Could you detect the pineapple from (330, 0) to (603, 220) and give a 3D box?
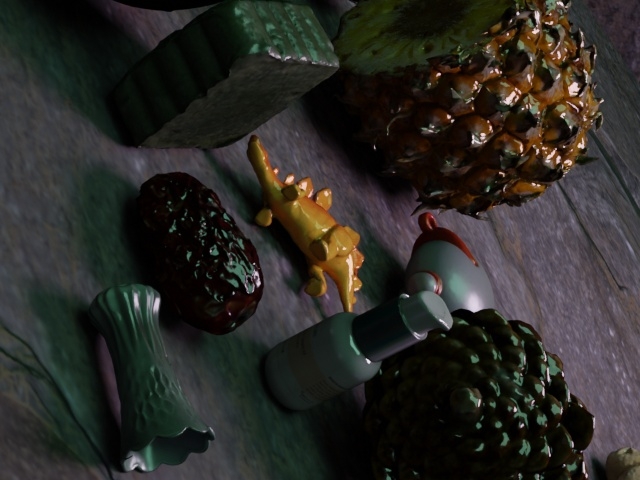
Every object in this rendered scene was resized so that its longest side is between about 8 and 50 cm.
[{"bbox_3d":[0.196,-0.198,1.690,0.300,0.352,0.352,54,26,-28],"label":"pineapple"}]

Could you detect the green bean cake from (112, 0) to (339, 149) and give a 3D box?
[{"bbox_3d":[-0.097,-0.167,1.302,0.094,0.183,0.185,62,27,6],"label":"green bean cake"}]

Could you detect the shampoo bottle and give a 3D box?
[{"bbox_3d":[0.034,0.101,1.257,0.074,0.192,0.074,40,34,-34],"label":"shampoo bottle"}]

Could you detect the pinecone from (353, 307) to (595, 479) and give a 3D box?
[{"bbox_3d":[0.163,0.195,1.346,0.264,0.264,0.264,41,33,-34],"label":"pinecone"}]

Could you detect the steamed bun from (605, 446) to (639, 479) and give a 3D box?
[{"bbox_3d":[0.483,0.365,1.867,0.155,0.141,0.172,34,32,-19],"label":"steamed bun"}]

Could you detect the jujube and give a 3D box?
[{"bbox_3d":[-0.119,0.009,1.201,0.166,0.104,0.104,54,25,15],"label":"jujube"}]

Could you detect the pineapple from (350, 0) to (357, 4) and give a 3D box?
[{"bbox_3d":[0.004,-0.421,1.843,0.225,0.076,0.225,42,30,-30],"label":"pineapple"}]

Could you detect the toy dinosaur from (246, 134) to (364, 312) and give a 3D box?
[{"bbox_3d":[0.000,0.000,1.442,0.288,0.070,0.117,58,26,-16],"label":"toy dinosaur"}]

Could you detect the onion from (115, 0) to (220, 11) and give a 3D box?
[{"bbox_3d":[-0.167,-0.385,1.281,0.341,0.341,0.341,41,33,-34],"label":"onion"}]

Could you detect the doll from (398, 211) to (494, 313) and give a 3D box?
[{"bbox_3d":[0.169,0.124,1.584,0.200,0.105,0.336,5,68,-58],"label":"doll"}]

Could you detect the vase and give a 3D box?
[{"bbox_3d":[-0.146,0.109,1.071,0.081,0.081,0.149,18,46,-54],"label":"vase"}]
